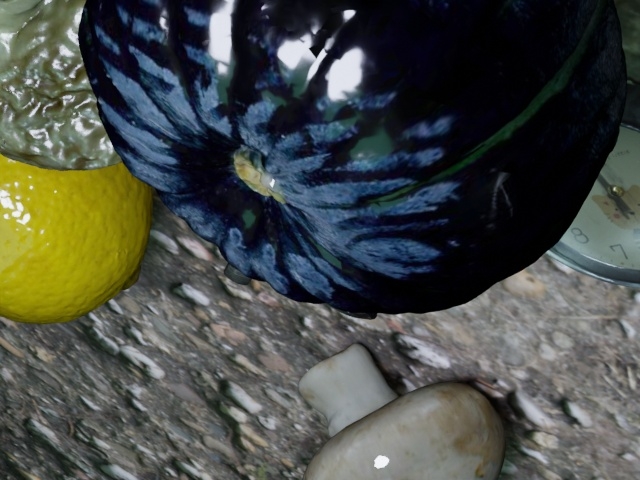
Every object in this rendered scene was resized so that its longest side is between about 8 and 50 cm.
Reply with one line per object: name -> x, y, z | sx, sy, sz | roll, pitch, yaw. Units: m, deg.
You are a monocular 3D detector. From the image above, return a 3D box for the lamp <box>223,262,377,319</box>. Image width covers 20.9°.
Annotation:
lamp -> -0.003, 0.007, 1.722 | 0.203, 0.125, 0.283 | 24, 150, -8

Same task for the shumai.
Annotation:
shumai -> -0.250, -0.200, 1.571 | 0.255, 0.189, 0.218 | 14, 144, 22

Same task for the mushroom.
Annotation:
mushroom -> 0.072, 0.213, 1.883 | 0.243, 0.243, 0.243 | 20, 145, 15

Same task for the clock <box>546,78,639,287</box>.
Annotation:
clock -> 0.260, -0.045, 1.513 | 0.226, 0.049, 0.226 | 20, 146, 14

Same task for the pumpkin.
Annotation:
pumpkin -> 0.016, -0.119, 1.129 | 0.363, 0.266, 0.363 | 23, 151, 13

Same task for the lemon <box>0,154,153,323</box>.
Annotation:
lemon -> -0.298, -0.044, 1.765 | 0.267, 0.267, 0.267 | 20, 145, 15
